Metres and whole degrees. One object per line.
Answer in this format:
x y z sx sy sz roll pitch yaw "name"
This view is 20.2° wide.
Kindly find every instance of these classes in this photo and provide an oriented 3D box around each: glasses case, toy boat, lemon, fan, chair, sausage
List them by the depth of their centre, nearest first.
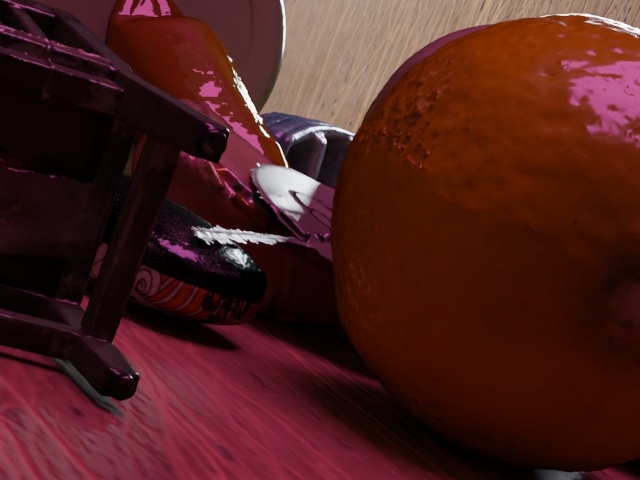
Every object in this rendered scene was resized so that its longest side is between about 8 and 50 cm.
-0.168 -0.039 0.884 0.136 0.147 0.270 16 9 -29 "chair"
0.139 0.001 1.045 0.293 0.293 0.293 21 5 -2 "lemon"
-0.140 -0.011 1.150 0.103 0.067 0.267 16 9 -45 "glasses case"
0.001 -0.001 1.196 0.191 0.009 0.329 44 16 23 "fan"
-0.115 -0.118 1.527 0.112 0.112 0.328 17 35 -42 "sausage"
-0.011 -0.069 1.969 0.078 0.127 0.283 16 5 23 "toy boat"

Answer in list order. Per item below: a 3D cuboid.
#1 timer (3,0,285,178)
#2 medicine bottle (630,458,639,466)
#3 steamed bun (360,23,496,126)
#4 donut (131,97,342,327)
-0.203 -0.173 1.764 0.291 0.290 0.315 21 -15 -8 "timer"
0.331 0.126 1.218 0.252 0.144 0.144 20 5 15 "medicine bottle"
0.169 -0.038 1.459 0.283 0.283 0.177 25 27 33 "steamed bun"
-0.037 -0.009 1.314 0.233 0.085 0.199 29 16 -21 "donut"
